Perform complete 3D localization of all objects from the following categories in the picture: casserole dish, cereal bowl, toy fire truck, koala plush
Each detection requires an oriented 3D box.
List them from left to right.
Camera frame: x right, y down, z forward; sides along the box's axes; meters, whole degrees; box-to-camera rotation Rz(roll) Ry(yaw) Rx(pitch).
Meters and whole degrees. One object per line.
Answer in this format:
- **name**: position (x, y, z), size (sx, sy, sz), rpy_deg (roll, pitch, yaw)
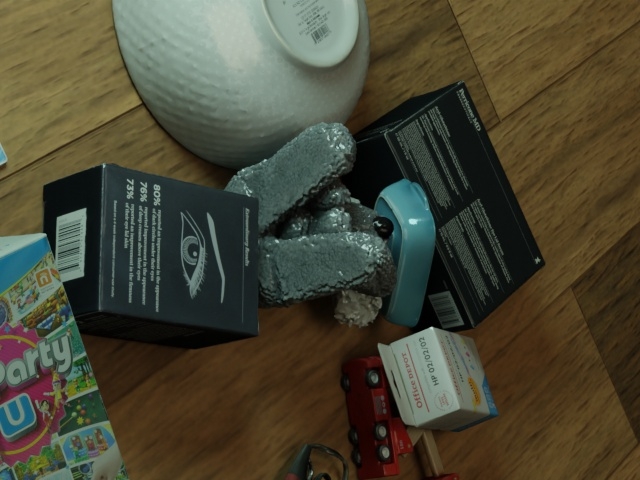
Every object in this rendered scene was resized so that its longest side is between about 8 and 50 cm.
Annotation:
- **cereal bowl**: position (-0.060, -0.254, 1.850), size (0.339, 0.141, 0.339), rpy_deg (17, 66, -43)
- **koala plush**: position (0.000, 0.000, 1.844), size (0.221, 0.203, 0.196), rpy_deg (16, 53, -65)
- **casserole dish**: position (0.087, 0.017, 1.922), size (0.037, 0.188, 0.114), rpy_deg (-7, 40, -20)
- **toy fire truck**: position (0.095, 0.229, 1.946), size (0.135, 0.047, 0.192), rpy_deg (0, 78, -47)

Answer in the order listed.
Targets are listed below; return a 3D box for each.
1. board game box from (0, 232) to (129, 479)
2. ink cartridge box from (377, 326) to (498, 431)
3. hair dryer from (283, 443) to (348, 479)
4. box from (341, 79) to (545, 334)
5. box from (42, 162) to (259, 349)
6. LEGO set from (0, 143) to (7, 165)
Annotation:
- **board game box**: position (-0.306, 0.174, 1.463), size (0.224, 0.097, 0.303), rpy_deg (-29, 108, -41)
- **ink cartridge box**: position (0.140, 0.164, 1.945), size (0.181, 0.061, 0.104), rpy_deg (18, 51, -64)
- **hair dryer**: position (-0.057, 0.334, 1.760), size (0.293, 0.080, 0.223), rpy_deg (9, 57, -51)
- **box**: position (0.148, -0.038, 2.035), size (0.184, 0.103, 0.261), rpy_deg (-35, 104, -43)
- **box**: position (-0.170, 0.021, 1.675), size (0.207, 0.108, 0.153), rpy_deg (14, 70, -42)
- **LEGO set**: position (-0.391, -0.157, 1.540), size (0.182, 0.060, 0.244), rpy_deg (-35, 104, -49)
